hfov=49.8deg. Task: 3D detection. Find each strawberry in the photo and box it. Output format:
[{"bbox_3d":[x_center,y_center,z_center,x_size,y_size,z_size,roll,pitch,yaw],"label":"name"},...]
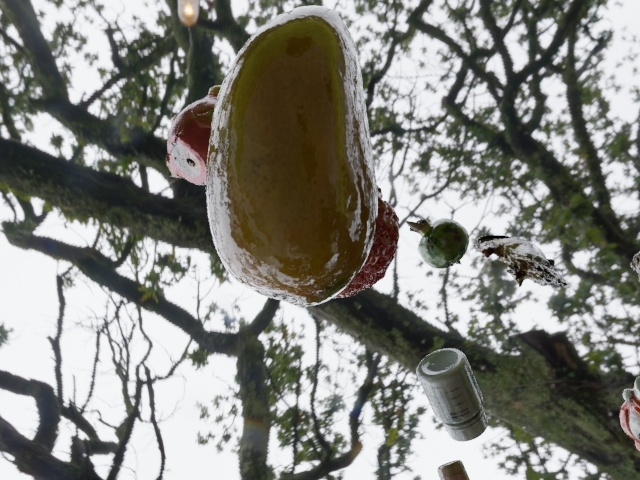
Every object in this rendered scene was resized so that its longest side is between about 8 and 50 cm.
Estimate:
[{"bbox_3d":[0.000,0.000,1.238,0.277,0.257,0.257,-29,-103,-36],"label":"strawberry"}]

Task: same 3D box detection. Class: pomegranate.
[{"bbox_3d":[0.260,-0.005,1.546,0.162,0.122,0.122,35,-113,-1],"label":"pomegranate"}]

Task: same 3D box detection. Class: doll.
[{"bbox_3d":[0.748,0.395,1.520,0.161,0.290,0.129,-7,-136,23],"label":"doll"}]

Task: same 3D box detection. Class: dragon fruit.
[{"bbox_3d":[-0.233,-0.225,1.569,0.227,0.224,0.224,-39,-99,-29],"label":"dragon fruit"}]

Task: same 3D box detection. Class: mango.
[{"bbox_3d":[-0.026,-0.084,0.724,0.173,0.211,0.317,7,-77,24],"label":"mango"}]

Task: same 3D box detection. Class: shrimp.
[{"bbox_3d":[0.349,0.048,1.222,0.117,0.262,0.066,-5,-75,1],"label":"shrimp"}]

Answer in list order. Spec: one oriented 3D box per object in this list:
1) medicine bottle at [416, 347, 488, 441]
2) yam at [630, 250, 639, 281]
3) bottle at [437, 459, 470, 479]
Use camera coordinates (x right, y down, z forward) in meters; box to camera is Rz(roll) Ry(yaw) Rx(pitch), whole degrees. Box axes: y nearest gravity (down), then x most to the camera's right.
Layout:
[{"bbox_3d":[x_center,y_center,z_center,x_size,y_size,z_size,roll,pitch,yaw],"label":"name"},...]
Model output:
[{"bbox_3d":[0.206,0.239,1.062,0.080,0.080,0.130,-34,-69,-21],"label":"medicine bottle"},{"bbox_3d":[0.583,-0.003,1.017,0.238,0.128,0.129,-50,-133,13],"label":"yam"},{"bbox_3d":[0.204,0.371,1.000,0.045,0.045,0.096,-15,-105,-16],"label":"bottle"}]
